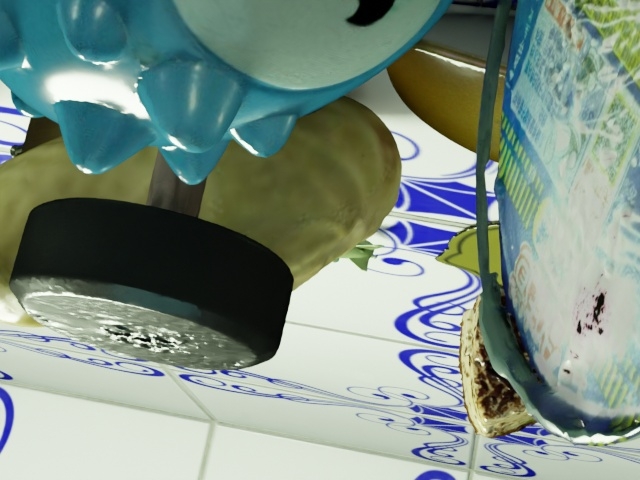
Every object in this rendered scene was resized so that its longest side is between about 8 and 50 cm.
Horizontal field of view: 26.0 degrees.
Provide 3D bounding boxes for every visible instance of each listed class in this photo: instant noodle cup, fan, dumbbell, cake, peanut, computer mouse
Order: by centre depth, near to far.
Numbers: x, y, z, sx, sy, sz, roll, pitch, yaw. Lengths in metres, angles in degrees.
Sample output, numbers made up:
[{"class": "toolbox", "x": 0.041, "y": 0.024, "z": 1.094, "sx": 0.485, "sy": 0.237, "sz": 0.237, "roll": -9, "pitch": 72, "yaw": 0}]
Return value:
[{"class": "instant noodle cup", "x": 0.252, "y": -0.044, "z": 0.533, "sx": 0.312, "sy": 0.284, "sz": 0.284, "roll": 8, "pitch": 166, "yaw": -14}, {"class": "dumbbell", "x": -0.075, "y": -0.049, "z": 0.783, "sx": 0.152, "sy": 0.218, "sz": 0.152, "roll": 11, "pitch": 164, "yaw": 3}, {"class": "computer mouse", "x": 0.188, "y": -0.072, "z": 0.789, "sx": 0.310, "sy": 0.072, "sz": 0.158, "roll": 8, "pitch": 166, "yaw": 12}, {"class": "peanut", "x": -0.099, "y": -0.016, "z": 0.922, "sx": 0.319, "sy": 0.147, "sz": 0.147, "roll": -13, "pitch": 164, "yaw": -3}, {"class": "fan", "x": 0.257, "y": 0.030, "z": 1.200, "sx": 0.335, "sy": 0.011, "sz": 0.229, "roll": 6, "pitch": 164, "yaw": 25}, {"class": "cake", "x": 0.253, "y": 0.139, "z": 1.343, "sx": 0.246, "sy": 0.135, "sz": 0.112, "roll": 11, "pitch": 170, "yaw": -1}]

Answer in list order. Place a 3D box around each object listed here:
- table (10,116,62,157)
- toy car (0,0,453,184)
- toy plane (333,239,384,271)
[{"class": "table", "x": -0.173, "y": -0.078, "z": 1.026, "sx": 0.082, "sy": 0.070, "sz": 0.083, "roll": -4, "pitch": 159, "yaw": 43}, {"class": "toy car", "x": -0.056, "y": -0.119, "z": 0.583, "sx": 0.255, "sy": 0.190, "sz": 0.188, "roll": -6, "pitch": 155, "yaw": 43}, {"class": "toy plane", "x": 0.000, "y": 0.000, "z": 1.229, "sx": 0.111, "sy": 0.040, "sz": 0.102, "roll": 14, "pitch": 163, "yaw": -5}]
